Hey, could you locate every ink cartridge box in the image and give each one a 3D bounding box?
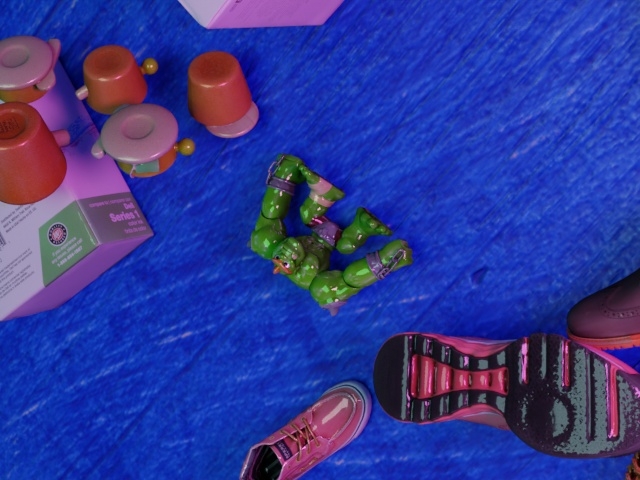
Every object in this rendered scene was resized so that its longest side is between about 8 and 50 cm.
[{"bbox_3d":[-0.366,-0.071,1.707,0.201,0.117,0.278,-34,80,30],"label":"ink cartridge box"}]

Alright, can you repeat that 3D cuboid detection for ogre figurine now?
[{"bbox_3d":[0.000,0.000,1.519,0.197,0.097,0.118,36,97,5],"label":"ogre figurine"}]

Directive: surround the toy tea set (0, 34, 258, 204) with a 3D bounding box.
[{"bbox_3d":[-0.241,-0.127,1.571,0.336,0.200,0.124,3,143,8],"label":"toy tea set"}]

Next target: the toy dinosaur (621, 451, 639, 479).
[{"bbox_3d":[0.408,0.170,1.293,0.218,0.164,0.322,58,140,27],"label":"toy dinosaur"}]

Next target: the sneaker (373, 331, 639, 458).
[{"bbox_3d":[0.210,0.141,1.381,0.313,0.136,0.116,7,94,38],"label":"sneaker"}]

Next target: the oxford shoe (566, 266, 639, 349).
[{"bbox_3d":[0.341,0.019,1.294,0.271,0.097,0.098,-28,111,26],"label":"oxford shoe"}]

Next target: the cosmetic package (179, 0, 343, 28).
[{"bbox_3d":[-0.065,-0.288,1.426,0.085,0.231,0.117,-46,73,28],"label":"cosmetic package"}]

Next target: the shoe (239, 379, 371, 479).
[{"bbox_3d":[-0.018,0.230,1.567,0.178,0.081,0.063,-45,75,28],"label":"shoe"}]
